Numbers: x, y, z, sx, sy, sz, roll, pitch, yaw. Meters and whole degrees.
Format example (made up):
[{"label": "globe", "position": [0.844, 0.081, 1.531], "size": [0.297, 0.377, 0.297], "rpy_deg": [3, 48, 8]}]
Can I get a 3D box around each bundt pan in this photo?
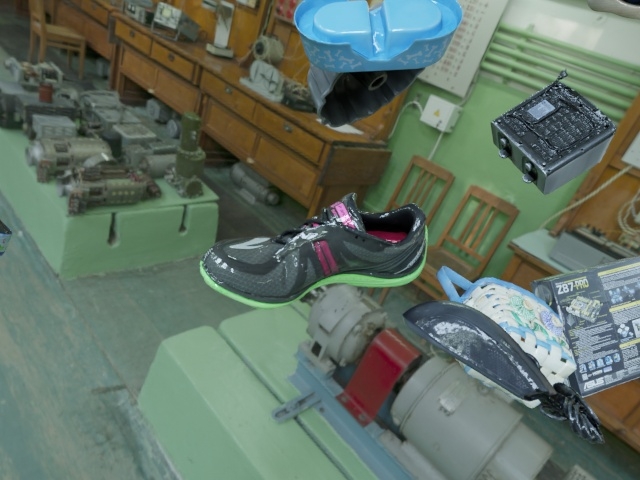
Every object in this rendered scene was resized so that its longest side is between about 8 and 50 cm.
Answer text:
[{"label": "bundt pan", "position": [0.107, -0.424, 1.070], "size": [0.330, 0.330, 0.124], "rpy_deg": [-17, 73, -50]}]

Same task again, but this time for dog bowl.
[{"label": "dog bowl", "position": [0.103, -0.384, 0.820], "size": [0.296, 0.074, 0.166], "rpy_deg": [-3, 58, 2]}]

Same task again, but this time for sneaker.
[{"label": "sneaker", "position": [0.000, 0.000, 0.894], "size": [0.482, 0.202, 0.185], "rpy_deg": [-9, 40, -22]}]

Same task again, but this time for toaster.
[{"label": "toaster", "position": [0.458, -0.208, 0.884], "size": [0.168, 0.185, 0.110], "rpy_deg": [59, 4, 30]}]

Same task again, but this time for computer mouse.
[{"label": "computer mouse", "position": [0.244, 0.153, 0.613], "size": [0.272, 0.072, 0.188], "rpy_deg": [30, 2, 20]}]

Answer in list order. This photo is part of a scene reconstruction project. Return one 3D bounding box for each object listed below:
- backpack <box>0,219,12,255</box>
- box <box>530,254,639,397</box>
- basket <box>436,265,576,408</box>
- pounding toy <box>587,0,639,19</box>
[{"label": "backpack", "position": [-0.603, -0.011, 0.771], "size": [0.114, 0.084, 0.105], "rpy_deg": [28, 3, 27]}, {"label": "box", "position": [0.818, 0.228, 1.262], "size": [0.394, 0.319, 0.097], "rpy_deg": [-12, -4, -15]}, {"label": "basket", "position": [0.382, 0.185, 0.953], "size": [0.254, 0.201, 0.289], "rpy_deg": [27, 19, -15]}, {"label": "pounding toy", "position": [0.647, -0.489, 0.844], "size": [0.269, 0.154, 0.155], "rpy_deg": [27, 58, 21]}]
